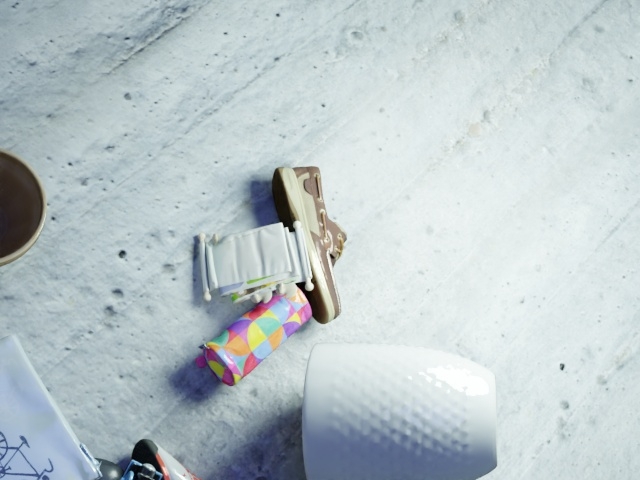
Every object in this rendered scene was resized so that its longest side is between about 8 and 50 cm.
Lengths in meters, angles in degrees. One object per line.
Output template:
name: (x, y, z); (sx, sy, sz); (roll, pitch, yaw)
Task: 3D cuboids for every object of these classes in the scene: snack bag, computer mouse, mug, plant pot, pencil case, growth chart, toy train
snack bag: (-0.601, 0.363, 1.798); (0.342, 0.037, 0.323); (-32, 78, -21)
computer mouse: (-0.462, 0.413, 1.838); (0.242, 0.041, 0.071); (7, 68, -15)
mug: (0.161, 0.313, 1.928); (0.328, 0.374, 0.276); (-1, 101, 10)
plant pot: (-0.629, -0.049, 1.928); (0.237, 0.110, 0.237); (6, 68, -16)
pencil case: (-0.126, 0.178, 2.013); (0.236, 0.104, 0.104); (-37, 84, -27)
growth chart: (-0.131, 0.046, 2.033); (0.237, 0.021, 0.172); (-9, 66, 14)
toy train: (-0.341, 0.467, 1.801); (0.080, 0.105, 0.184); (29, 80, -16)

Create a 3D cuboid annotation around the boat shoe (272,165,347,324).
boat shoe: (0.000, 0.000, 2.115); (0.123, 0.123, 0.342); (-9, 66, -20)

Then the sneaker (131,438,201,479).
sneaker: (-0.225, 0.465, 1.879); (0.145, 0.090, 0.270); (-3, 45, -49)
